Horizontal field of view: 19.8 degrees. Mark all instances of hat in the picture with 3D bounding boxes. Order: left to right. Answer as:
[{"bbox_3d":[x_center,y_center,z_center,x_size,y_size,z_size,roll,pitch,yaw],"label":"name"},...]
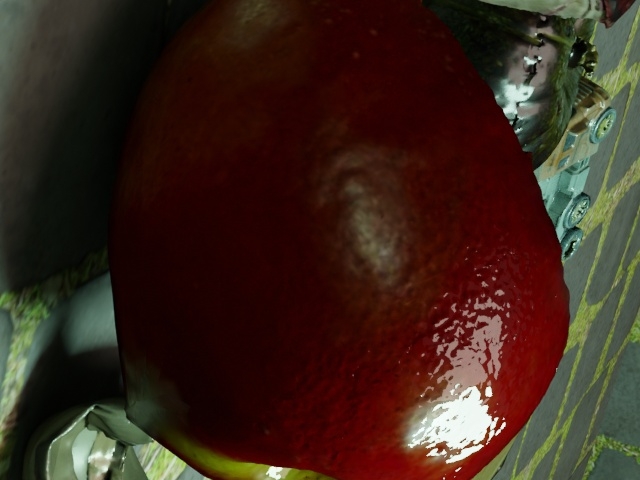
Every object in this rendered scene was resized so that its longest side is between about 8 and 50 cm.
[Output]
[{"bbox_3d":[-0.145,0.150,1.187,0.175,0.085,0.147,-97,-167,-79],"label":"hat"}]

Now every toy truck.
[{"bbox_3d":[0.210,-0.052,1.918,0.140,0.108,0.256,-32,146,-41],"label":"toy truck"}]

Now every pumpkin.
[{"bbox_3d":[0.146,-0.155,1.504,0.238,0.159,0.238,-50,150,-42],"label":"pumpkin"}]

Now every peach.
[{"bbox_3d":[0.010,-0.013,1.088,0.281,0.281,0.338,68,27,-66],"label":"peach"}]

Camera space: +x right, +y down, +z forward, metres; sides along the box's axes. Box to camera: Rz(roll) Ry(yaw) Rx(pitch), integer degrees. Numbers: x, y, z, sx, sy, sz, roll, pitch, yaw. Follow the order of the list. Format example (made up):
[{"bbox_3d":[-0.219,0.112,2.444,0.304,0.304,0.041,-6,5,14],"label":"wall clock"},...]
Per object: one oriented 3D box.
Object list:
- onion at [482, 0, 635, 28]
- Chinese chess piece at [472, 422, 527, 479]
[{"bbox_3d":[0.133,-0.283,1.237,0.206,0.216,0.207,-66,155,-18],"label":"onion"},{"bbox_3d":[0.160,0.191,2.003,0.257,0.104,0.257,-55,166,-20],"label":"Chinese chess piece"}]
